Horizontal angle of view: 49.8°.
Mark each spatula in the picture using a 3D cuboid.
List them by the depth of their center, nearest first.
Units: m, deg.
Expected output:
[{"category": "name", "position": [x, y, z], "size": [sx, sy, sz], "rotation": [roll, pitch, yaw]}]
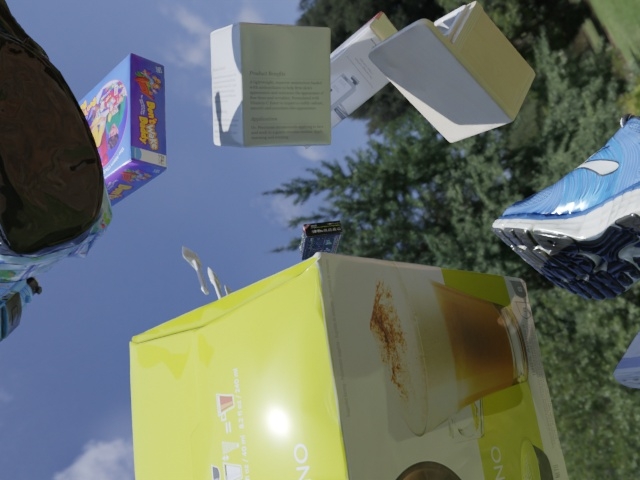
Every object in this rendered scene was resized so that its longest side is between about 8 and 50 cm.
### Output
[{"category": "spatula", "position": [-0.201, 0.098, 1.328], "size": [0.168, 0.019, 0.242], "rotation": [52, 180, -23]}]

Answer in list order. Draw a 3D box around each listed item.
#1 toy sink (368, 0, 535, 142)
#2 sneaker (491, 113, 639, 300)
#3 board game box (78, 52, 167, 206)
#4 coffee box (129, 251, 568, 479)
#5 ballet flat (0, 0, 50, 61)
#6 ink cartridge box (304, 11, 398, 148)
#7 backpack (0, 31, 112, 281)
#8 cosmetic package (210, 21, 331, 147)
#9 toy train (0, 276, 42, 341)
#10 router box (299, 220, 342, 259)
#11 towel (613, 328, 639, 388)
[{"category": "toy sink", "position": [0.226, -0.305, 1.181], "size": [0.234, 0.152, 0.131], "rotation": [40, -117, -21]}, {"category": "sneaker", "position": [0.300, -0.035, 0.674], "size": [0.129, 0.330, 0.147], "rotation": [39, -107, -13]}, {"category": "board game box", "position": [-0.447, -0.196, 1.427], "size": [0.078, 0.347, 0.233], "rotation": [13, -116, -43]}, {"category": "coffee box", "position": [0.026, 0.233, 0.744], "size": [0.334, 0.338, 0.338], "rotation": [9, -114, -43]}, {"category": "ballet flat", "position": [-0.428, -0.286, 0.906], "size": [0.173, 0.049, 0.057], "rotation": [56, -160, -24]}, {"category": "ink cartridge box", "position": [0.050, -0.352, 1.507], "size": [0.117, 0.283, 0.207], "rotation": [48, -154, -13]}, {"category": "backpack", "position": [-0.411, -0.072, 0.931], "size": [0.273, 0.355, 0.290], "rotation": [-15, -102, -46]}, {"category": "cosmetic package", "position": [-0.081, -0.243, 1.098], "size": [0.151, 0.151, 0.184], "rotation": [-5, -80, -26]}, {"category": "toy train", "position": [-0.528, 0.096, 1.120], "size": [0.184, 0.105, 0.080], "rotation": [-87, 7, -72]}, {"category": "router box", "position": [0.000, 0.000, 1.698], "size": [0.122, 0.092, 0.038], "rotation": [104, 158, -60]}, {"category": "towel", "position": [0.419, 0.030, 0.686], "size": [0.034, 0.285, 0.209], "rotation": [39, 164, 2]}]
